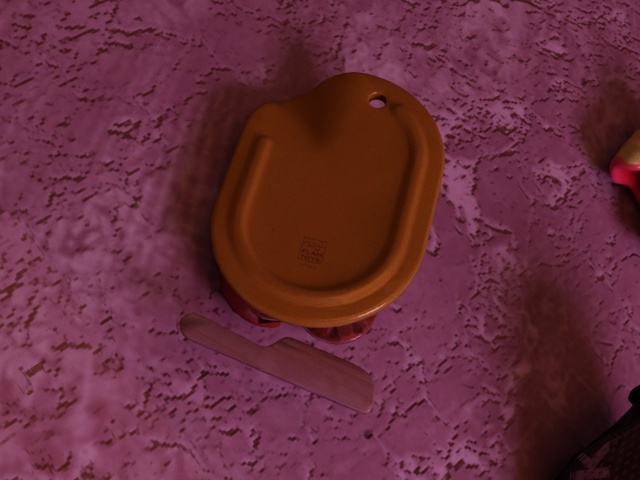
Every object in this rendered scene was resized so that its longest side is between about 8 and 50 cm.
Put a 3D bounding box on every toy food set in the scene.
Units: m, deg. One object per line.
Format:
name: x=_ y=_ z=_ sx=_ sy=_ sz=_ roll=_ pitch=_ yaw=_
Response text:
toy food set: x=0.000 y=0.000 z=0.556 sx=0.128 sy=0.071 sz=0.218 roll=15 pitch=62 yaw=7

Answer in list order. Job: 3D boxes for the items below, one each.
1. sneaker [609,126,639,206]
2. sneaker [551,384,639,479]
sneaker: x=0.291 y=0.000 z=0.681 sx=0.094 sy=0.081 sz=0.209 roll=-31 pitch=80 yaw=-23
sneaker: x=0.191 y=0.203 z=0.548 sx=0.097 sy=0.135 sz=0.276 roll=28 pitch=86 yaw=-26
